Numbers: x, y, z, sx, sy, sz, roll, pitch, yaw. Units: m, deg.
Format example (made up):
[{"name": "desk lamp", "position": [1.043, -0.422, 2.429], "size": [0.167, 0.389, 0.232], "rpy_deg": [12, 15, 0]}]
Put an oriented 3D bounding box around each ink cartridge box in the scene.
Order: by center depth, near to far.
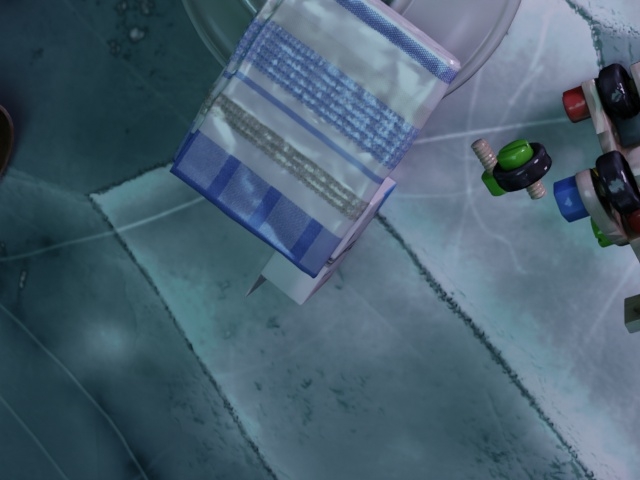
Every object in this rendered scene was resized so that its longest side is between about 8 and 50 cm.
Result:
[{"name": "ink cartridge box", "position": [0.000, 0.000, 1.520], "size": [0.060, 0.104, 0.180], "rpy_deg": [37, 113, 5]}]

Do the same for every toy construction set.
[{"name": "toy construction set", "position": [0.357, -0.052, 1.357], "size": [0.309, 0.257, 0.237], "rpy_deg": [-34, 111, 1]}]

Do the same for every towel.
[{"name": "towel", "position": [-0.011, -0.128, 1.420], "size": [0.209, 0.034, 0.285], "rpy_deg": [37, 113, 7]}]

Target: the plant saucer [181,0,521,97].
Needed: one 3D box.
[{"name": "plant saucer", "position": [0.013, -0.311, 1.437], "size": [0.400, 0.100, 0.400], "rpy_deg": [5, 105, 18]}]

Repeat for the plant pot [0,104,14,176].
[{"name": "plant pot", "position": [-0.514, -0.143, 1.619], "size": [0.230, 0.215, 0.215], "rpy_deg": [41, 114, 21]}]
